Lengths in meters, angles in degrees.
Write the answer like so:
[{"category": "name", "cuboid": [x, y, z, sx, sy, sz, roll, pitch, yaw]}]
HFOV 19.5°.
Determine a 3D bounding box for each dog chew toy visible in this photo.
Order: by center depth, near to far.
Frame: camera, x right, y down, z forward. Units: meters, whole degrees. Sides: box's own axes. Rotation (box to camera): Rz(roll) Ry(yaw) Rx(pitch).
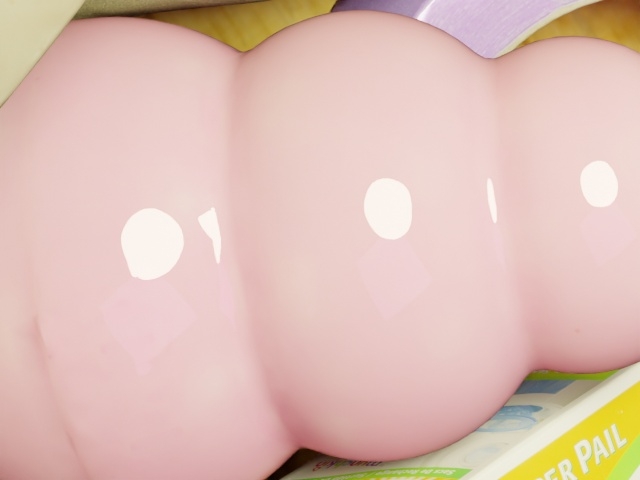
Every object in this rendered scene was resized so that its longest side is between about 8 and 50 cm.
[{"category": "dog chew toy", "cuboid": [0.000, 0.000, 0.737, 0.331, 0.206, 0.207, -9, 113, 11]}]

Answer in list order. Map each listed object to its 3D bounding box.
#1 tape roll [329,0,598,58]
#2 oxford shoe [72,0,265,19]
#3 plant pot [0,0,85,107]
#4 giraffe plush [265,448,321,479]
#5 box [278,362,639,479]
[{"category": "tape roll", "cuboid": [0.126, -0.038, 0.911, 0.274, 0.090, 0.275, -6, 109, -18]}, {"category": "oxford shoe", "cuboid": [-0.089, -0.147, 0.770, 0.348, 0.130, 0.123, -15, 113, -15]}, {"category": "plant pot", "cuboid": [-0.207, -0.154, 0.597, 0.280, 0.323, 0.323, 39, 91, -18]}, {"category": "giraffe plush", "cuboid": [-0.045, 0.189, 0.896, 0.181, 0.210, 0.170, 6, 139, -36]}, {"category": "box", "cuboid": [0.065, 0.126, 0.777, 0.203, 0.114, 0.103, -27, 104, -39]}]
